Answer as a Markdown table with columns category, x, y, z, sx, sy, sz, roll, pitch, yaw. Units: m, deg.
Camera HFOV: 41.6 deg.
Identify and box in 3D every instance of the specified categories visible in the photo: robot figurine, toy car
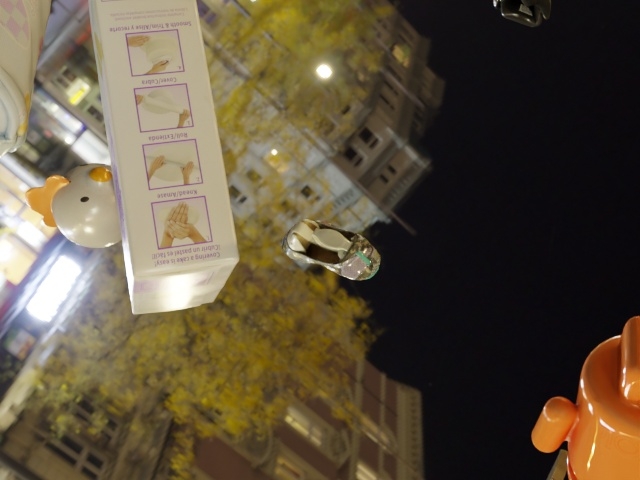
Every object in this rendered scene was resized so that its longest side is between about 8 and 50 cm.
| category | x | y | z | sx | sy | sz | roll | pitch | yaw |
| --- | --- | --- | --- | --- | --- | --- | --- | --- | --- |
| robot figurine | 0.278 | 0.167 | 0.724 | 0.158 | 0.219 | 0.128 | -17 | -142 | -16 |
| toy car | -0.263 | -0.060 | 1.112 | 0.210 | 0.238 | 0.219 | 115 | -32 | -47 |

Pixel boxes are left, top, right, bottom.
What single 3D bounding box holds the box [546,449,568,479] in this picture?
| category | x | y | z | sx | sy | sz | roll | pitch | yaw |
| --- | --- | --- | --- | --- | --- | --- | --- | --- | --- |
| box | 0.308 | 0.388 | 1.193 | 0.164 | 0.021 | 0.201 | -67 | 160 | 6 |

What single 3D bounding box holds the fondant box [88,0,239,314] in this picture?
| category | x | y | z | sx | sy | sz | roll | pitch | yaw |
| --- | --- | --- | --- | --- | --- | --- | --- | --- | --- |
| fondant box | -0.164 | -0.108 | 0.834 | 0.096 | 0.330 | 0.238 | -9 | 170 | -14 |

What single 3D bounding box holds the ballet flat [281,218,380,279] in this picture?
| category | x | y | z | sx | sy | sz | roll | pitch | yaw |
| --- | --- | --- | --- | --- | --- | --- | --- | --- | --- |
| ballet flat | 0.000 | 0.000 | 0.677 | 0.114 | 0.041 | 0.041 | 19 | -114 | 48 |

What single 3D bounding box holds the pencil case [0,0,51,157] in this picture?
| category | x | y | z | sx | sy | sz | roll | pitch | yaw |
| --- | --- | --- | --- | --- | --- | --- | --- | --- | --- |
| pencil case | -0.222 | -0.173 | 0.544 | 0.113 | 0.124 | 0.273 | -17 | -133 | 22 |

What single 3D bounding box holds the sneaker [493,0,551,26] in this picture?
| category | x | y | z | sx | sy | sz | roll | pitch | yaw |
| --- | --- | --- | --- | --- | --- | --- | --- | --- | --- |
| sneaker | 0.294 | -0.379 | 1.171 | 0.227 | 0.087 | 0.130 | -50 | 152 | -53 |
